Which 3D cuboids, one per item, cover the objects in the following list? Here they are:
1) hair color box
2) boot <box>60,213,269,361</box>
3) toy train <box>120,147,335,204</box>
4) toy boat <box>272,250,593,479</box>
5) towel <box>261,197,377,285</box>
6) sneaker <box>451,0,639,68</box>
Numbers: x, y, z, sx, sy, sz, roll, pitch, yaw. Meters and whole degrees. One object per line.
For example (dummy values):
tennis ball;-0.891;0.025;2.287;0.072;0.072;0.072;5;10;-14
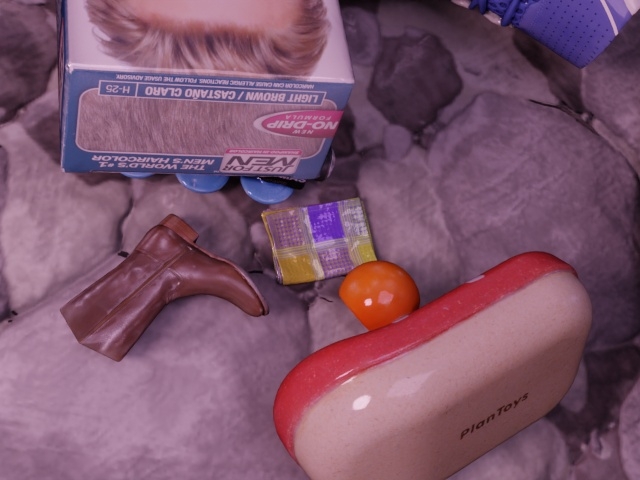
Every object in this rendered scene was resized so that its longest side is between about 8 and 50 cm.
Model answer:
hair color box;-0.094;-0.212;0.741;0.174;0.105;0.347;0;58;-16
boot;-0.108;0.050;0.743;0.106;0.037;0.114;38;63;11
toy train;-0.076;-0.093;0.778;0.184;0.080;0.105;11;62;-11
toy boat;0.065;0.074;0.753;0.231;0.151;0.151;-26;53;-23
towel;0.000;0.000;0.807;0.083;0.009;0.060;-8;75;-19
sneaker;0.084;-0.232;0.852;0.182;0.127;0.315;-41;82;-20
